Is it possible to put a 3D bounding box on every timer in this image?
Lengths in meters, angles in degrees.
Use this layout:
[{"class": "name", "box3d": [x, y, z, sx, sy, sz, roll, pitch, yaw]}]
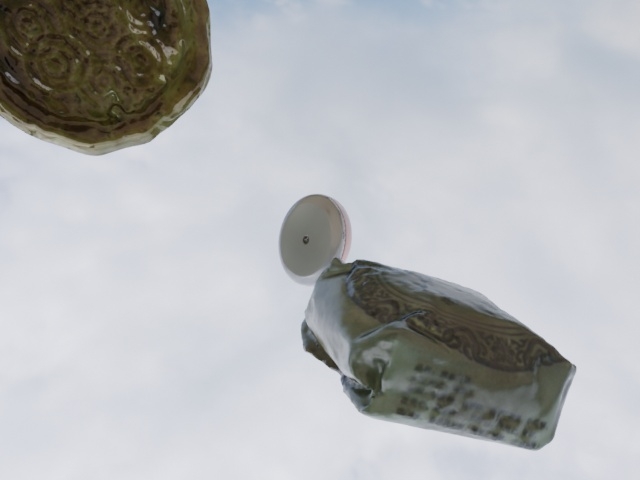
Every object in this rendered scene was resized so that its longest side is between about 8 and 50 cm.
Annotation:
[{"class": "timer", "box3d": [0.000, 0.000, 0.918, 0.099, 0.136, 0.136, 22, -141, 23]}]

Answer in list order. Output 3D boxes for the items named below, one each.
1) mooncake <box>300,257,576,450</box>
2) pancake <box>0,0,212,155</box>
[{"class": "mooncake", "box3d": [0.118, 0.110, 0.708, 0.254, 0.136, 0.250, 18, -172, -21]}, {"class": "pancake", "box3d": [-0.210, -0.186, 0.566, 0.235, 0.212, 0.029, 17, -171, -15]}]
